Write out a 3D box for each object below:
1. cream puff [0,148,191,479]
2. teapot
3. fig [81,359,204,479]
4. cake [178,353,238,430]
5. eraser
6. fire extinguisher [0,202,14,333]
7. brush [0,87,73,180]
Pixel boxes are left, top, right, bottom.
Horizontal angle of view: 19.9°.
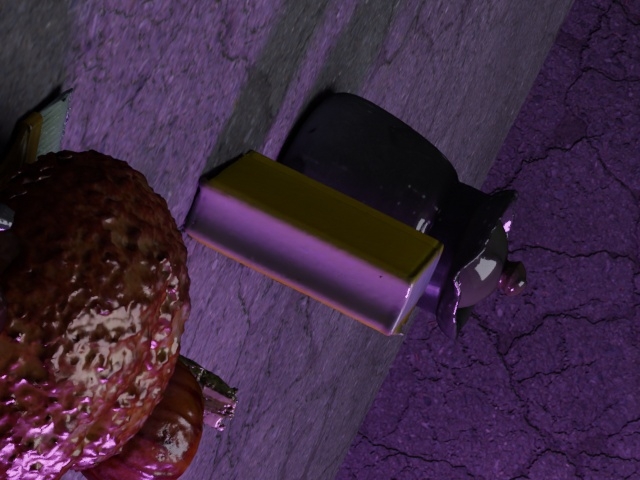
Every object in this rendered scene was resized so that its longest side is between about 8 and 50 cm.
[{"bbox_3d":[-0.176,0.063,1.155,0.240,0.164,0.240,-57,177,-5],"label":"cream puff"},{"bbox_3d":[0.096,0.003,2.021,0.223,0.285,0.305,-61,168,-17],"label":"teapot"},{"bbox_3d":[-0.163,0.151,1.492,0.150,0.128,0.128,-12,132,-40],"label":"fig"},{"bbox_3d":[-0.134,0.113,1.584,0.051,0.140,0.055,-59,-173,18],"label":"cake"},{"bbox_3d":[0.000,0.000,1.724,0.069,0.226,0.158,-66,172,17],"label":"eraser"},{"bbox_3d":[-0.260,0.094,0.974,0.135,0.114,0.337,27,88,-53],"label":"fire extinguisher"},{"bbox_3d":[-0.220,-0.024,1.171,0.218,0.010,0.082,-49,162,-52],"label":"brush"}]
